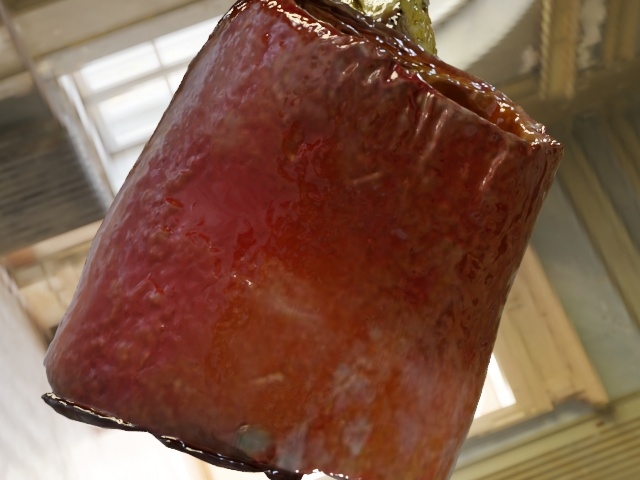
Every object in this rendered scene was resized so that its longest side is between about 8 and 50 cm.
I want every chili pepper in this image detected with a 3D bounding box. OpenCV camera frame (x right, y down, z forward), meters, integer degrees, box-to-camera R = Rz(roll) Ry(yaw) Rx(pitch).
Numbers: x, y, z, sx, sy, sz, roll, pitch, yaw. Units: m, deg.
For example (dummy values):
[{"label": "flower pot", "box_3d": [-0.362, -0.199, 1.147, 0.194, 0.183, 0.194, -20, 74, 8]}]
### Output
[{"label": "chili pepper", "box_3d": [0.000, 0.000, 0.802, 0.251, 0.305, 0.229, 24, 2, 30]}]

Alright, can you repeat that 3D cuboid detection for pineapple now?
[{"label": "pineapple", "box_3d": [0.054, -0.104, 1.050, 0.135, 0.080, 0.233, 52, 34, -38]}]
